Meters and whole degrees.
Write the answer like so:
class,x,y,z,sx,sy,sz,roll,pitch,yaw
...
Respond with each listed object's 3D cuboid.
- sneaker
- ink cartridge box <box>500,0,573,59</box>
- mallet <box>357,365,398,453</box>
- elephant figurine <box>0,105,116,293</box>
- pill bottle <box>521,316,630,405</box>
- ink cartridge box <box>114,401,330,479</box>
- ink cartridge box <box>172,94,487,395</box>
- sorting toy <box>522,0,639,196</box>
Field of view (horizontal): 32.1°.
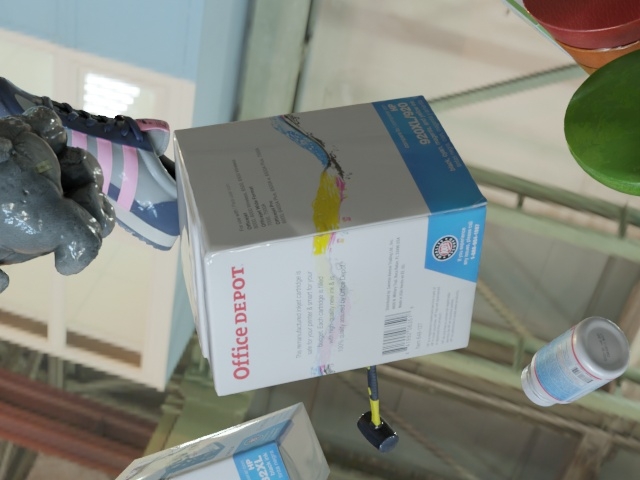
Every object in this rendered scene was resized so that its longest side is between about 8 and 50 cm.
class,x,y,z,sx,sy,sz,roll,pitch,yaw
sneaker,-0.254,-0.118,1.308,0.319,0.131,0.112,37,-167,-39
ink cartridge box,0.324,-0.323,1.572,0.109,0.062,0.209,26,-161,-44
mallet,0.081,0.230,1.555,0.039,0.190,0.062,-28,-126,-21
elephant figurine,-0.314,-0.004,0.971,0.239,0.186,0.169,-26,-150,14
pill bottle,0.346,0.173,1.533,0.087,0.160,0.087,11,-120,-20
ink cartridge box,-0.162,0.376,1.690,0.307,0.129,0.223,-21,-176,11
ink cartridge box,0.000,0.000,0.966,0.232,0.171,0.168,-9,-137,-12
sorting toy,0.232,-0.062,0.747,0.127,0.126,0.366,-17,-135,11
